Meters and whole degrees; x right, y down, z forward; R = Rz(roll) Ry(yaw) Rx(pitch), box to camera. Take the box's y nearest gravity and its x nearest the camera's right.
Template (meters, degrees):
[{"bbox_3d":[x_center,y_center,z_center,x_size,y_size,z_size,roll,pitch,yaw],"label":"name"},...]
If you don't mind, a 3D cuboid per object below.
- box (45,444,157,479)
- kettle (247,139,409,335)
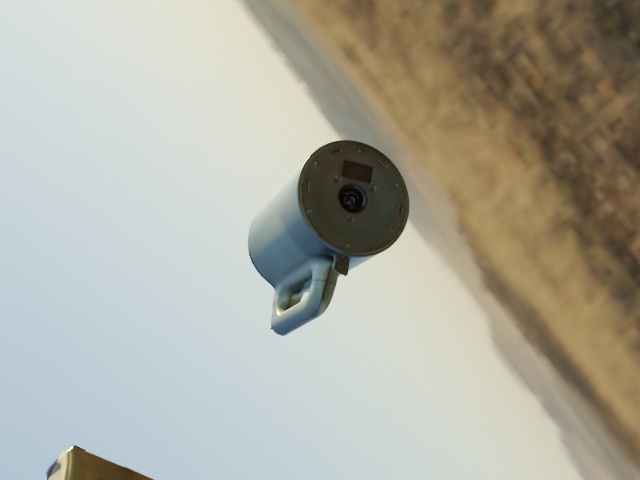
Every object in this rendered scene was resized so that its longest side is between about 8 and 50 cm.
[{"bbox_3d":[-0.029,0.127,0.602,0.149,0.020,0.073,27,-143,-22],"label":"box"},{"bbox_3d":[0.005,-0.003,1.487,0.148,0.098,0.127,-38,71,62],"label":"kettle"}]
